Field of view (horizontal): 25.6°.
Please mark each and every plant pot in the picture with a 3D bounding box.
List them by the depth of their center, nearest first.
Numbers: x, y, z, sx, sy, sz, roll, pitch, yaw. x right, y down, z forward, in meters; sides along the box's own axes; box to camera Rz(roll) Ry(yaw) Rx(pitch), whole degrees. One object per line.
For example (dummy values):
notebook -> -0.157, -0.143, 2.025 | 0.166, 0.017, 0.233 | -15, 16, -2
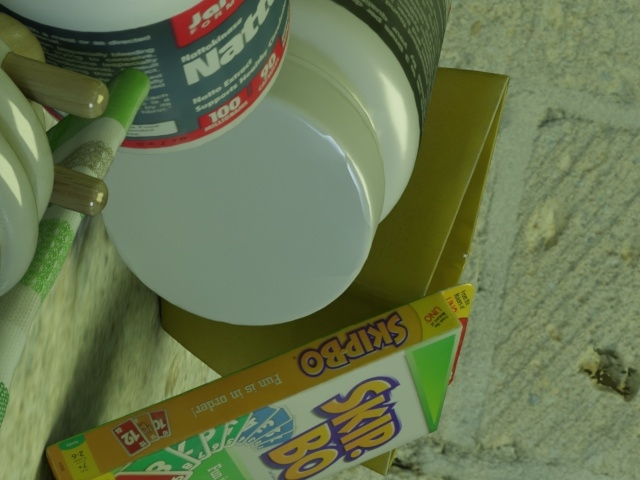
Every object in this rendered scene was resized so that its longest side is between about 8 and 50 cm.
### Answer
plant pot -> 0.000, 0.000, 0.975 | 0.212, 0.187, 0.212 | 94, 16, -52

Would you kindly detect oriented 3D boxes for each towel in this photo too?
towel -> -0.104, 0.021, 0.412 | 0.113, 0.023, 0.152 | -30, -153, 32

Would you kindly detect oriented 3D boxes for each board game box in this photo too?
board game box -> -0.024, 0.109, 0.807 | 0.039, 0.259, 0.124 | 56, -22, 29

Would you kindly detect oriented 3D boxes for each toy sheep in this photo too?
toy sheep -> -0.105, -0.012, 0.330 | 0.132, 0.091, 0.091 | -61, 164, -46

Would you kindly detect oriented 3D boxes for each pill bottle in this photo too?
pill bottle -> -0.066, -0.106, 0.463 | 0.180, 0.108, 0.108 | 85, 17, -74
pill bottle -> -0.018, -0.092, 0.783 | 0.283, 0.161, 0.161 | -73, 173, -55
